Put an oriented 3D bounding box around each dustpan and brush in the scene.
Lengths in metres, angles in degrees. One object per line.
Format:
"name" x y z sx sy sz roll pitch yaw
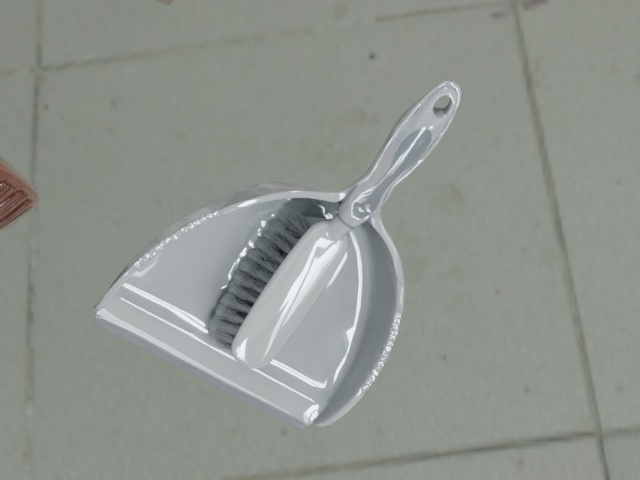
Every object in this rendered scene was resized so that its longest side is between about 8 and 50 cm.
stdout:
"dustpan and brush" 0.000 0.000 0.808 0.211 0.147 0.060 -55 22 13

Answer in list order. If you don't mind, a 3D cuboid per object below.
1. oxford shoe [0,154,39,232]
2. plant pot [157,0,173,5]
"oxford shoe" -0.399 -0.092 1.511 0.140 0.397 0.146 -34 69 10
"plant pot" -0.199 -0.309 1.029 0.274 0.256 0.256 13 56 -11
